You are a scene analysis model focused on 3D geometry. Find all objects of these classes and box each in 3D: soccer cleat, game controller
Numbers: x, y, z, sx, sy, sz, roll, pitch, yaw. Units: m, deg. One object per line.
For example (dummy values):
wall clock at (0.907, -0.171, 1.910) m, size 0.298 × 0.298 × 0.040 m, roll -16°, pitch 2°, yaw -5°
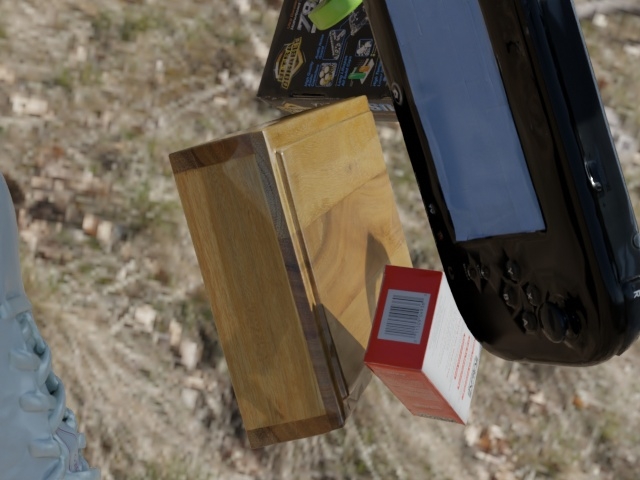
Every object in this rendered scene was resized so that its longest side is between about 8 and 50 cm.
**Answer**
soccer cleat at (-0.167, 0.098, 0.701) m, size 0.143 × 0.331 × 0.116 m, roll 17°, pitch 32°, yaw 8°
game controller at (0.078, -0.089, 0.695) m, size 0.067 × 0.319 × 0.166 m, roll -18°, pitch 3°, yaw -29°

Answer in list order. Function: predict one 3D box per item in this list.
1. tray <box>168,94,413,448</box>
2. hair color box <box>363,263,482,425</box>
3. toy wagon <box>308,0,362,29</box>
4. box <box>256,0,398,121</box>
tray at (0.000, 0.000, 1.069) m, size 0.076 × 0.203 × 0.411 m, roll -14°, pitch 6°, yaw 14°
hair color box at (0.074, 0.074, 0.927) m, size 0.043 × 0.072 × 0.141 m, roll 7°, pitch -20°, yaw 21°
toy wagon at (-0.051, -0.315, 1.201) m, size 0.267 × 0.068 × 0.344 m, roll 50°, pitch 25°, yaw -13°
box at (0.090, -0.273, 1.434) m, size 0.293 × 0.296 × 0.073 m, roll 5°, pitch -15°, yaw 44°
